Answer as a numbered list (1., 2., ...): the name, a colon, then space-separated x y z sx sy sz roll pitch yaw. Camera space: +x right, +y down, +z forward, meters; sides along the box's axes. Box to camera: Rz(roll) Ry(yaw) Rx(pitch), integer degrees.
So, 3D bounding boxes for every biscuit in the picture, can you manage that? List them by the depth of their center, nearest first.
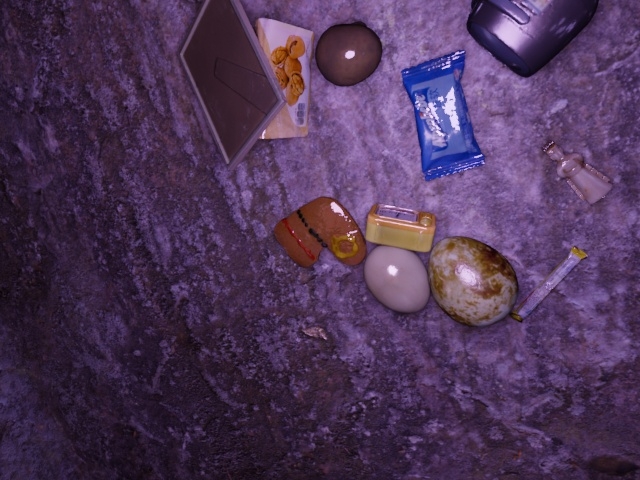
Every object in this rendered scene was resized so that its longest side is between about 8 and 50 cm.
1. biscuit: 0.695 0.142 1.301 0.048 0.026 0.292 36 113 6
2. biscuit: 0.000 0.001 1.430 0.277 0.052 0.262 -27 99 22

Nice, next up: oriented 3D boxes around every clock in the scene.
1. clock: 0.246 -0.042 1.299 0.202 0.143 0.096 10 118 12

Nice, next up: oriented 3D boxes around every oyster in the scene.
1. oyster: -0.022 0.332 1.542 0.083 0.080 0.038 19 90 -26

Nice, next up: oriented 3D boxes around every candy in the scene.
1. candy: 0.352 -0.347 1.208 0.187 0.077 0.331 -11 104 26

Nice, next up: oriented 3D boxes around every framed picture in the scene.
1. framed picture: -0.269 -0.475 1.215 0.326 0.028 0.447 -35 75 44

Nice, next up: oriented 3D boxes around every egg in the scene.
1. egg: 0.439 0.115 1.249 0.238 0.238 0.289 -38 88 23
2. egg: 0.245 0.122 1.330 0.188 0.189 0.254 -36 104 23

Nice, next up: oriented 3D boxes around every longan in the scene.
1. longan: 0.076 -0.518 1.177 0.189 0.189 0.189 5 109 14

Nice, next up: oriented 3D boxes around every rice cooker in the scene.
1. rice cooker: 0.496 -0.547 1.007 0.267 0.267 0.224 40 113 0

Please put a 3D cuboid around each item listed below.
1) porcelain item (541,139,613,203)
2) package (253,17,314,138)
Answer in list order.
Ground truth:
1. porcelain item: 0.698 -0.197 1.171 0.213 0.054 0.084 41 111 -2
2. package: -0.150 -0.467 1.257 0.164 0.221 0.312 15 112 32
